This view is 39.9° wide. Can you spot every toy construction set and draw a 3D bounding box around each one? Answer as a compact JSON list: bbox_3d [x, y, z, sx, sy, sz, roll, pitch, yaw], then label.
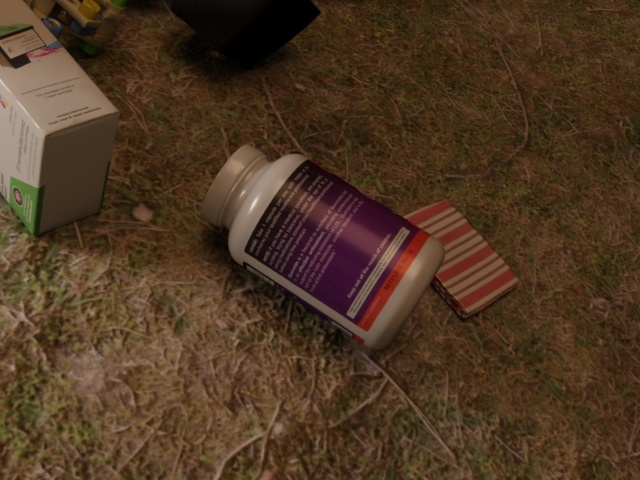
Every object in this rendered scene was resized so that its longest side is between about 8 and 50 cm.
[{"bbox_3d":[-0.434,-0.437,1.438,0.215,0.151,0.327,-10,68,-56],"label":"toy construction set"}]

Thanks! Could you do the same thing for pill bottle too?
[{"bbox_3d":[0.000,0.000,1.243,0.323,0.181,0.181,33,47,6],"label":"pill bottle"}]

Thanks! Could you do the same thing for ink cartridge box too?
[{"bbox_3d":[-0.410,-0.180,1.212,0.117,0.201,0.278,-27,65,-37],"label":"ink cartridge box"}]

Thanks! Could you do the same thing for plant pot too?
[{"bbox_3d":[-0.139,-0.406,1.516,0.188,0.167,0.187,40,8,14],"label":"plant pot"}]

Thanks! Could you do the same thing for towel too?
[{"bbox_3d":[0.213,0.026,1.417,0.144,0.029,0.197,-25,67,-37],"label":"towel"}]
